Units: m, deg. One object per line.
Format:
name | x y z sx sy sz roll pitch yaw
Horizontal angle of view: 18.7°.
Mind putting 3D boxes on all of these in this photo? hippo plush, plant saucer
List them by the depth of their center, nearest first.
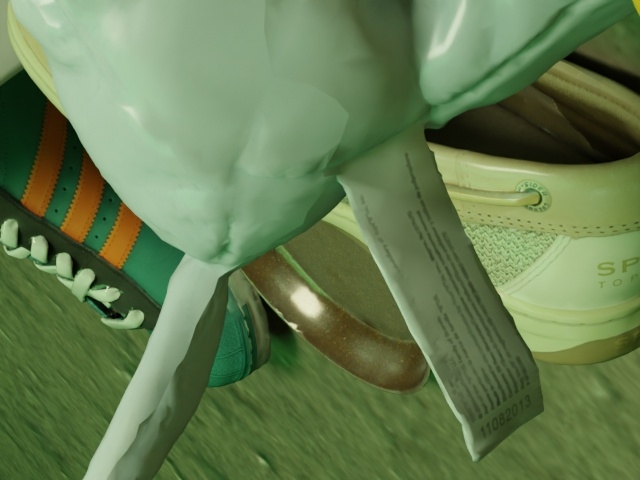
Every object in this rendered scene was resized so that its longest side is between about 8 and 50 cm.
hippo plush | 0.004 -0.116 0.550 0.236 0.234 0.294 -98 -8 -72
plant saucer | 0.000 0.000 0.920 0.168 0.029 0.168 41 157 22

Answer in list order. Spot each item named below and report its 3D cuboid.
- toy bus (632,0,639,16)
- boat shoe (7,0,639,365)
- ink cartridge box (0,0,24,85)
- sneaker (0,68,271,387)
toy bus | 0.077 -0.142 0.338 0.211 0.149 0.220 39 158 15
boat shoe | 0.001 -0.064 0.711 0.302 0.109 0.098 30 147 29
ink cartridge box | -0.205 -0.124 0.853 0.158 0.218 0.092 58 158 -20
sneaker | -0.149 -0.026 1.043 0.302 0.121 0.108 55 159 -14
